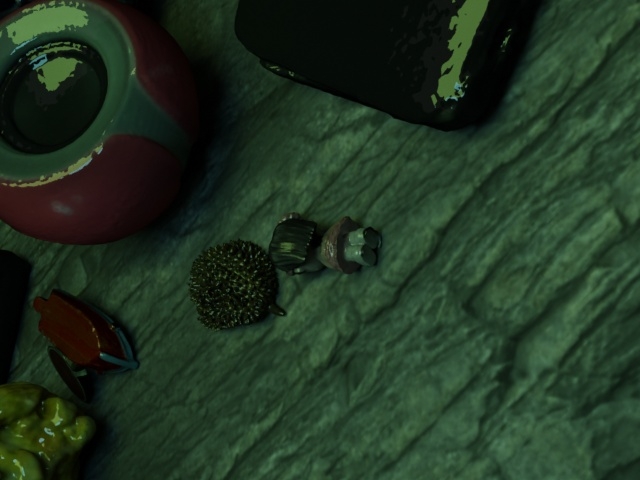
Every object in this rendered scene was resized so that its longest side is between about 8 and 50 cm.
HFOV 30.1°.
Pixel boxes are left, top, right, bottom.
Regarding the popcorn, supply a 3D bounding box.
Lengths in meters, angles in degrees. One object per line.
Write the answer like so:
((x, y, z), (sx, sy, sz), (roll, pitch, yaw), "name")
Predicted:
((-0.387, 0.284, 1.434), (0.254, 0.191, 0.190), (-31, 90, 36), "popcorn")

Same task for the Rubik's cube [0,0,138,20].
((-0.423, -0.431, 1.560), (0.313, 0.318, 0.316), (2, 78, 55), "Rubik's cube")

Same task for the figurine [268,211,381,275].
((0.000, 0.000, 1.232), (0.129, 0.054, 0.072), (-3, 71, 41), "figurine")

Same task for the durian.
((-0.102, 0.052, 1.305), (0.140, 0.071, 0.110), (24, 95, 40), "durian")

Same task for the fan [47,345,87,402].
((-0.304, 0.163, 1.455), (0.085, 0.005, 0.133), (59, 155, -8), "fan")

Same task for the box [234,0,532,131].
((0.084, -0.309, 1.221), (0.359, 0.091, 0.350), (28, 98, 44), "box")

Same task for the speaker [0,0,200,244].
((-0.280, -0.147, 1.397), (0.294, 0.294, 0.294), (-15, 68, 40), "speaker")

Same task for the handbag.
((-0.515, 0.125, 1.672), (0.223, 0.080, 0.246), (3, 80, 45), "handbag")

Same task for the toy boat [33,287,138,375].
((-0.289, 0.115, 1.473), (0.173, 0.059, 0.069), (29, 99, 38), "toy boat")
